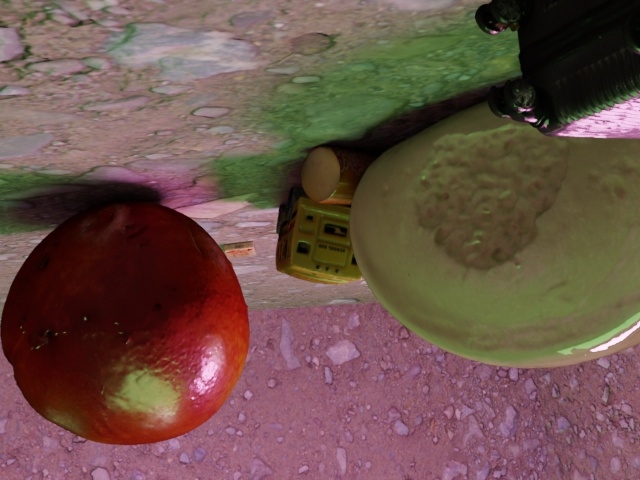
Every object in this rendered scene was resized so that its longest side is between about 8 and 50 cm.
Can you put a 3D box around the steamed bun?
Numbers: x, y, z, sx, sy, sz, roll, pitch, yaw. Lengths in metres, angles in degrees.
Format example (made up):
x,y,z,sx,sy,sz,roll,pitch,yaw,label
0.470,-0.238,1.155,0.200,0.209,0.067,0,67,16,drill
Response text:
x,y,z,sx,sy,sz,roll,pitch,yaw,label
0.301,-0.004,1.109,0.456,0.289,0.371,-21,165,38,steamed bun

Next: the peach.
x,y,z,sx,sy,sz,roll,pitch,yaw,label
-0.272,0.112,1.314,0.370,0.370,0.370,-7,171,-1,peach

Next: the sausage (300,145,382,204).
x,y,z,sx,sy,sz,roll,pitch,yaw,label
0.079,-0.078,1.233,0.071,0.071,0.234,-15,169,42,sausage

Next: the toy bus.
x,y,z,sx,sy,sz,roll,pitch,yaw,label
0.000,0.000,1.361,0.121,0.123,0.335,11,175,-6,toy bus

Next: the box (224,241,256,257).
x,y,z,sx,sy,sz,roll,pitch,yaw,label
-0.156,0.019,1.860,0.058,0.015,0.093,-8,172,-3,box

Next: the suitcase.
x,y,z,sx,sy,sz,roll,pitch,yaw,label
0.294,-0.154,0.711,0.312,0.128,0.202,-3,171,-28,suitcase
